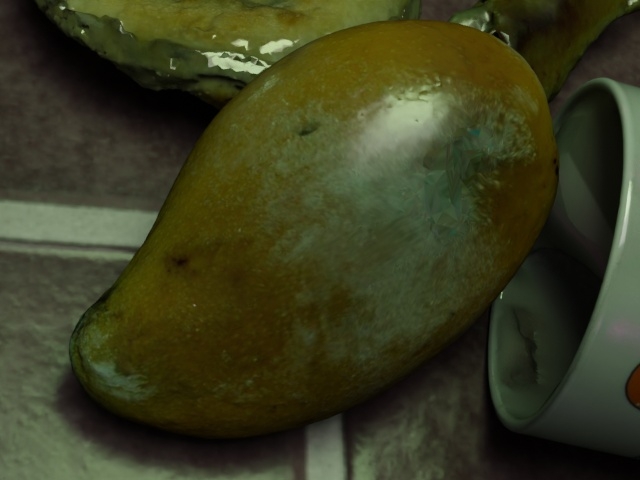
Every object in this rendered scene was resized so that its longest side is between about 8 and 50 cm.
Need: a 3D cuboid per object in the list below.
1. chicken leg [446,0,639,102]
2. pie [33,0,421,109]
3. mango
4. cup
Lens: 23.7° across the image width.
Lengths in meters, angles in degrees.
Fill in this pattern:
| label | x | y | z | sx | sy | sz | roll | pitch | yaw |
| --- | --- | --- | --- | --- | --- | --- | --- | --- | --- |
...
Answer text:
| label | x | y | z | sx | sy | sz | roll | pitch | yaw |
| --- | --- | --- | --- | --- | --- | --- | --- | --- | --- |
| chicken leg | 0.199 | -0.229 | 1.077 | 0.201 | 0.152 | 0.429 | 32 | 67 | 17 |
| pie | -0.064 | -0.186 | 1.009 | 0.274 | 0.055 | 0.274 | 5 | 51 | -7 |
| mango | 0.000 | 0.000 | 0.882 | 0.316 | 0.146 | 0.193 | -39 | 99 | -8 |
| cup | 0.284 | 0.044 | 0.908 | 0.317 | 0.212 | 0.212 | 14 | 62 | -8 |
